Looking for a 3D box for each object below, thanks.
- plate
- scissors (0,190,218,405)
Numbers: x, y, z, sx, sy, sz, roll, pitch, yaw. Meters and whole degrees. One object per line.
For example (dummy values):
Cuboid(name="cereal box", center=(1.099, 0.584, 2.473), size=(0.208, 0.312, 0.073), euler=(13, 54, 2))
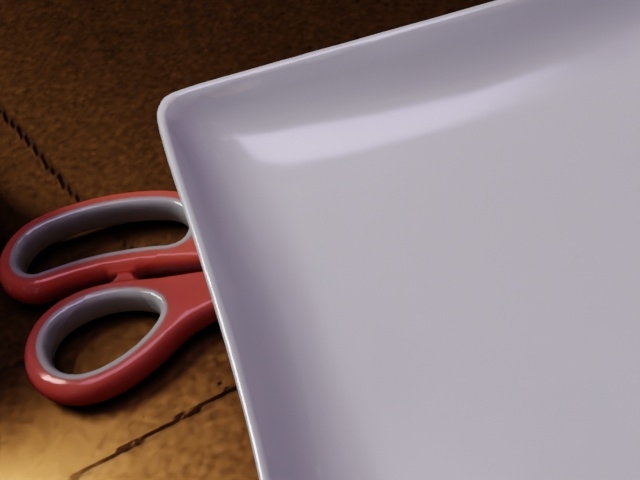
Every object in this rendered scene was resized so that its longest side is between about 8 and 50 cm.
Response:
Cuboid(name="plate", center=(0.096, 0.013, 0.472), size=(0.278, 0.045, 0.277), euler=(-17, 53, -4))
Cuboid(name="scissors", center=(0.000, 0.000, 0.533), size=(0.297, 0.021, 0.109), euler=(-14, 49, 2))
